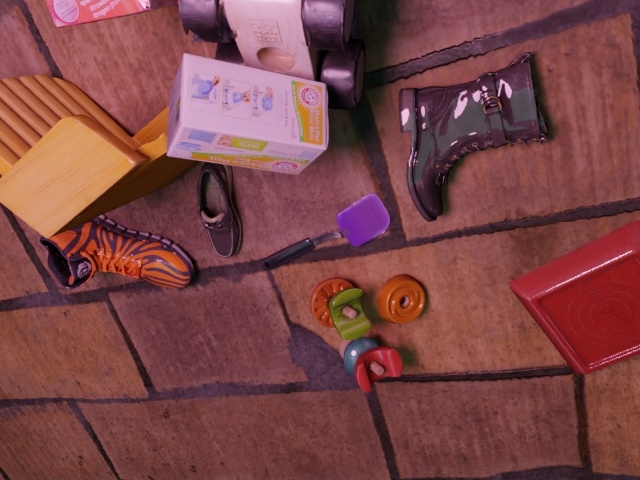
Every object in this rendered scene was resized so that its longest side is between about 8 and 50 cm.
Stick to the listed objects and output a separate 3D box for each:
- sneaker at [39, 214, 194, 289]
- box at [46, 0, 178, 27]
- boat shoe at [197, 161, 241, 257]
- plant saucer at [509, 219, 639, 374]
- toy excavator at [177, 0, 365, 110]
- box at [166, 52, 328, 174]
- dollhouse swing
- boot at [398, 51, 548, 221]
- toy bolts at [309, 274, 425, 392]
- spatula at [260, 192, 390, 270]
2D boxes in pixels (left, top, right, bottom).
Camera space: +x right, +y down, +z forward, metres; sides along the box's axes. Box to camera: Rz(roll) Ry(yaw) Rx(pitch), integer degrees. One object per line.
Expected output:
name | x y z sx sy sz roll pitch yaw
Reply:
sneaker | -0.441 0.053 1.229 0.321 0.180 0.125 21 122 4
box | -0.260 -0.415 0.845 0.154 0.300 0.142 -2 118 18
boat shoe | -0.211 -0.057 1.164 0.080 0.073 0.224 6 119 13
plant saucer | 0.529 0.127 1.069 0.259 0.048 0.258 -32 105 29
toy excavator | -0.039 -0.471 0.815 0.222 0.445 0.433 6 161 10
box | -0.102 -0.169 0.814 0.203 0.103 0.114 6 165 -23
dollhouse swing | -0.375 -0.219 0.971 0.315 0.347 0.305 -31 96 28
boot | 0.256 -0.159 0.962 0.229 0.091 0.263 -5 115 19
toy bolts | 0.094 0.169 1.198 0.218 0.158 0.229 -18 107 -20
spatula | 0.000 0.000 1.160 0.296 0.030 0.084 -24 112 26
